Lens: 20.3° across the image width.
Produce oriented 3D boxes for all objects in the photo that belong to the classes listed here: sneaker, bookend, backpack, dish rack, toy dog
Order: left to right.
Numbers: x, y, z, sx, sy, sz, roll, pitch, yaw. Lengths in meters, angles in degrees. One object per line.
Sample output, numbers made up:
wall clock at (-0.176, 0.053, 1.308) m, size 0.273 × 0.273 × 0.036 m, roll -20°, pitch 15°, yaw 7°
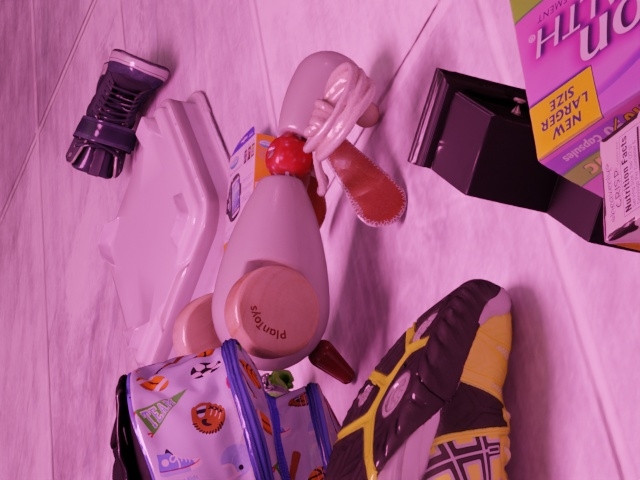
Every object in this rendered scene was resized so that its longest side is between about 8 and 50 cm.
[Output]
sneaker at (-0.275, -0.166, 2.404) m, size 0.226 × 0.086 × 0.163 m, roll 165°, pitch 126°, yaw -76°
dish rack at (-0.194, -0.008, 2.180) m, size 0.285 × 0.072 × 0.333 m, roll -67°, pitch 26°, yaw 25°
backpack at (-0.070, 0.214, 1.486) m, size 0.276 × 0.213 × 0.263 m, roll 155°, pitch 92°, yaw -82°
toy dog at (0.000, 0.000, 1.665) m, size 0.333 × 0.161 × 0.220 m, roll -62°, pitch 20°, yaw 1°
sneaker at (0.084, 0.206, 1.340) m, size 0.145 × 0.147 × 0.384 m, roll -42°, pitch 24°, yaw 59°
bookend at (0.165, -0.051, 1.226) m, size 0.156 × 0.157 × 0.072 m, roll -133°, pitch 58°, yaw -64°

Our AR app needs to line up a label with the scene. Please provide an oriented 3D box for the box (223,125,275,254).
box at (-0.078, -0.056, 1.980) m, size 0.081 × 0.028 × 0.136 m, roll 143°, pitch 137°, yaw -58°

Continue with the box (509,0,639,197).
box at (0.232, -0.174, 1.109) m, size 0.213 × 0.117 × 0.243 m, roll -35°, pitch 46°, yaw 36°

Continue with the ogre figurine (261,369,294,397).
ogre figurine at (-0.054, 0.230, 1.707) m, size 0.197 × 0.097 × 0.118 m, roll -60°, pitch 7°, yaw 5°

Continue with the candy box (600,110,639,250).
candy box at (0.279, -0.055, 0.956) m, size 0.233 × 0.159 × 0.071 m, roll 138°, pitch 139°, yaw -56°
